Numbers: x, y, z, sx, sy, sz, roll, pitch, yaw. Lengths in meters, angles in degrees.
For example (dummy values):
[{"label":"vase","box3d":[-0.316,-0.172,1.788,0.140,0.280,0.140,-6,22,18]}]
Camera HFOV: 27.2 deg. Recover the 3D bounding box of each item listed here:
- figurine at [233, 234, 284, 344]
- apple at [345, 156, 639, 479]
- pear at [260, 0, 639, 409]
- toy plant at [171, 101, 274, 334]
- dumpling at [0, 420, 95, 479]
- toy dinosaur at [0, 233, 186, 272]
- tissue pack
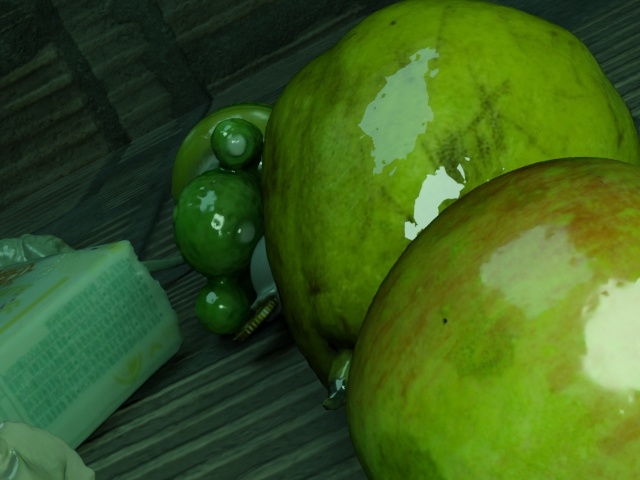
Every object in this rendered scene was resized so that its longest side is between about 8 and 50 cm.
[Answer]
[{"label":"figurine","box3d":[-0.006,-0.008,1.312,0.271,0.143,0.143,-38,18,-27]},{"label":"apple","box3d":[0.138,0.086,0.692,0.226,0.246,0.246,-47,15,4]},{"label":"pear","box3d":[0.085,-0.019,0.983,0.287,0.287,0.375,-14,36,44]},{"label":"toy plant","box3d":[-0.086,-0.040,1.445,0.185,0.224,0.316,5,19,1]},{"label":"dumpling","box3d":[-0.269,0.222,1.074,0.188,0.127,0.108,-33,28,-25]},{"label":"toy dinosaur","box3d":[-0.330,0.054,1.671,0.393,0.092,0.205,-23,42,-11]},{"label":"tissue pack","box3d":[-0.366,0.170,1.351,0.287,0.162,0.388,-10,24,42]}]
